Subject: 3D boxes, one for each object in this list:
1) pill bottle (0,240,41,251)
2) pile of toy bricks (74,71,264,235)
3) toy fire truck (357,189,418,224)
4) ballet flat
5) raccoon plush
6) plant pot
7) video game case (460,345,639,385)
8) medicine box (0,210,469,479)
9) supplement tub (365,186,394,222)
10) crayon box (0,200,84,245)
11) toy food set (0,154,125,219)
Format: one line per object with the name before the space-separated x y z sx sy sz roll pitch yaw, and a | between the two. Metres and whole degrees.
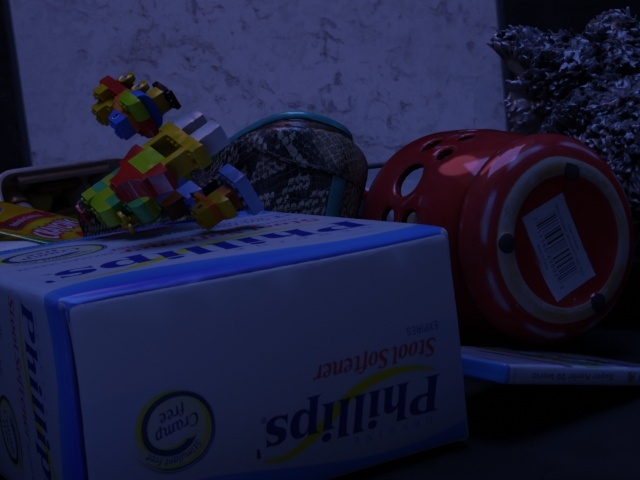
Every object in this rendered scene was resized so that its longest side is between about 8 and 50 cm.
pill bottle | -0.306 0.066 1.080 0.229 0.131 0.131 -2 9 27
pile of toy bricks | -0.135 -0.046 0.855 0.105 0.118 0.212 -37 33 -12
toy fire truck | 0.087 0.010 1.157 0.135 0.192 0.047 -39 19 -18
ballet flat | -0.131 0.008 1.143 0.164 0.182 0.482 18 -18 -32
raccoon plush | 0.328 -0.131 1.054 0.216 0.299 0.446 -2 -15 -27
plant pot | 0.155 -0.003 0.963 0.191 0.191 0.174 -10 5 -29
video game case | 0.150 0.090 0.825 0.166 0.015 0.119 6 -1 -36
medicine box | -0.090 0.073 0.792 0.263 0.149 0.289 -11 8 -29
supplement tub | 0.000 0.000 1.271 0.144 0.144 0.199 -8 7 -11
crayon box | -0.392 0.008 1.407 0.318 0.081 0.202 13 9 1
toy food set | -0.442 -0.026 1.840 0.306 0.092 0.220 -14 -23 -51
